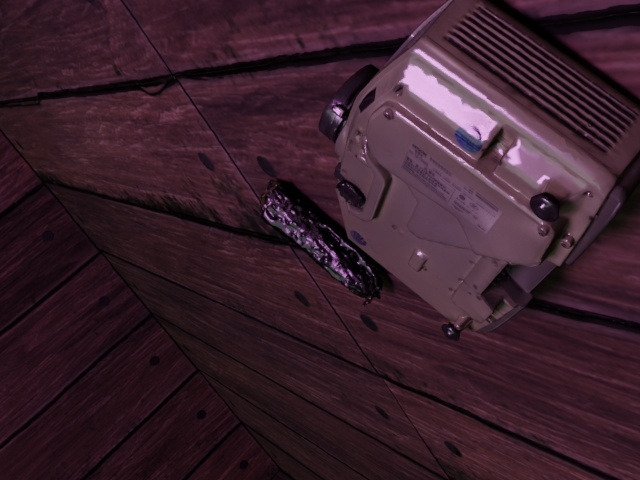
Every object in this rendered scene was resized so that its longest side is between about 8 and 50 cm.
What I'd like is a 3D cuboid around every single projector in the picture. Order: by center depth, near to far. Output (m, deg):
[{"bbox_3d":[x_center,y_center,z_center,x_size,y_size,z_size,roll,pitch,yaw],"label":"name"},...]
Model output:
[{"bbox_3d":[0.088,-0.039,0.537,0.193,0.088,0.269,39,159,11],"label":"projector"}]

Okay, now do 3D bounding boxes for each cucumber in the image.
[{"bbox_3d":[0.000,0.000,0.846,0.181,0.053,0.053,41,159,9],"label":"cucumber"}]
